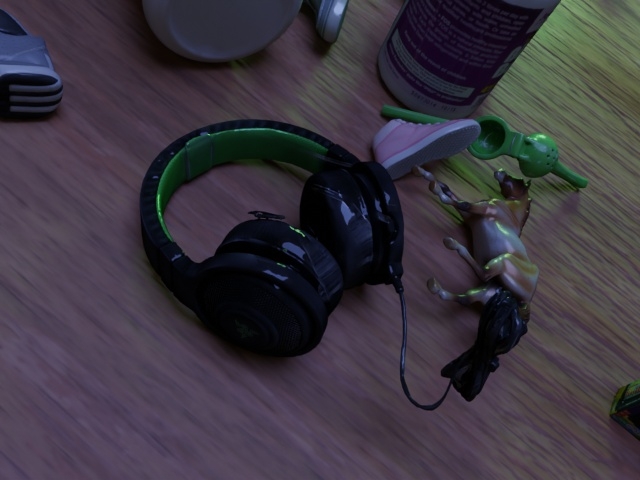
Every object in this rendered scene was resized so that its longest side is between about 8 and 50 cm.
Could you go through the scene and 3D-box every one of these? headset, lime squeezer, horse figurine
[{"bbox_3d":[0.000,0.000,0.602,0.394,0.185,0.243,40,54,20],"label":"headset"},{"bbox_3d":[0.235,-0.127,0.822,0.310,0.059,0.110,18,20,-9],"label":"lime squeezer"},{"bbox_3d":[0.194,0.007,0.738,0.174,0.066,0.263,21,45,-26],"label":"horse figurine"}]

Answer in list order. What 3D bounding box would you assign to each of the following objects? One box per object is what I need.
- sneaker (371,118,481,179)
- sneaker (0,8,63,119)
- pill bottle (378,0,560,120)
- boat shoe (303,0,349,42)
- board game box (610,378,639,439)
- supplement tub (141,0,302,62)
[{"bbox_3d":[0.125,-0.131,0.790,0.134,0.051,0.070,-24,57,6],"label":"sneaker"},{"bbox_3d":[-0.389,-0.190,0.641,0.228,0.086,0.132,-1,55,-33],"label":"sneaker"},{"bbox_3d":[0.202,-0.306,0.796,0.169,0.301,0.169,10,57,-15],"label":"pill bottle"},{"bbox_3d":[0.001,-0.361,0.899,0.081,0.079,0.228,11,50,-7],"label":"boat shoe"},{"bbox_3d":[0.423,0.203,0.667,0.170,0.141,0.048,40,54,5],"label":"board game box"},{"bbox_3d":[-0.145,-0.375,0.774,0.191,0.191,0.272,-9,64,-26],"label":"supplement tub"}]
